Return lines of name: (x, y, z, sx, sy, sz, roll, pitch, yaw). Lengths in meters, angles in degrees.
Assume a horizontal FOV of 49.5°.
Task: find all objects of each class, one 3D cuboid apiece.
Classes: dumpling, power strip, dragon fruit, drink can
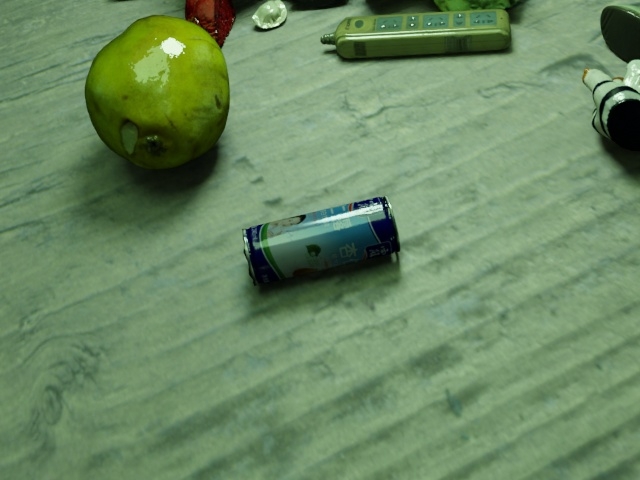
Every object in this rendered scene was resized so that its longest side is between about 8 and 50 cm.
dumpling: (-0.113, -0.510, 1.577, 0.052, 0.057, 0.076, -25, 10, 39)
power strip: (0.190, -0.427, 1.425, 0.388, 0.066, 0.092, -1, 48, 11)
dragon fruit: (-0.265, -0.507, 1.551, 0.127, 0.120, 0.161, -1, 55, 18)
drink can: (0.000, 0.000, 1.089, 0.235, 0.097, 0.097, -12, 49, 0)

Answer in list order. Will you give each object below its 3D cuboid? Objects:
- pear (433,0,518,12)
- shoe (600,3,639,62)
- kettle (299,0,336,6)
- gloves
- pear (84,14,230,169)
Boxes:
pear: (0.329, -0.642, 1.458, 0.176, 0.286, 0.281, 1, 48, 38)
shoe: (0.631, -0.359, 1.259, 0.098, 0.103, 0.275, -33, 58, -17)
kettle: (-0.018, -0.652, 1.628, 0.202, 0.144, 0.232, -28, 35, 28)
gloves: (0.518, -0.226, 1.168, 0.140, 0.131, 0.218, -2, 20, 15)
pear: (-0.293, -0.272, 1.273, 0.269, 0.269, 0.321, -17, 49, -3)
